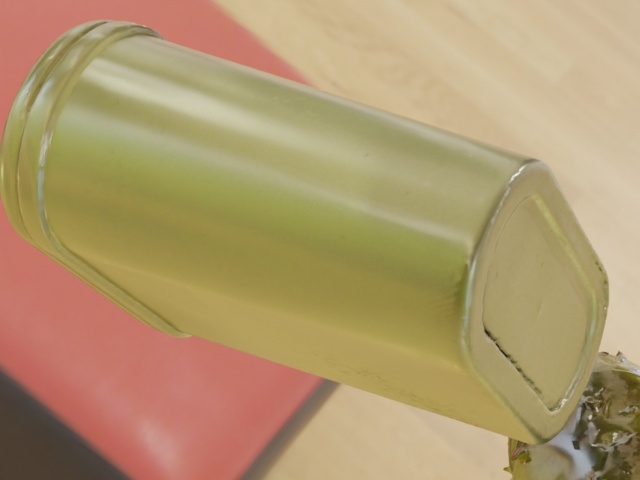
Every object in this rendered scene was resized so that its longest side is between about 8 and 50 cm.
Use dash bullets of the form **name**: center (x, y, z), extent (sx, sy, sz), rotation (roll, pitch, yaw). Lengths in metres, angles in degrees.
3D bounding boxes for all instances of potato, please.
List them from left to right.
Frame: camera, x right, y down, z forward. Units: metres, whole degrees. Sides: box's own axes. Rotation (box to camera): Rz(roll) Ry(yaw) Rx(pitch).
- **potato**: center (0.178, 0.150, 1.035), extent (0.090, 0.117, 0.225), rotation (45, 12, -32)

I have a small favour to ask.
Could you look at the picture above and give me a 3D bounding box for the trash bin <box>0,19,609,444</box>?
- **trash bin**: center (0.000, 0.000, 0.859), extent (0.247, 0.121, 0.243), rotation (17, -14, 26)
